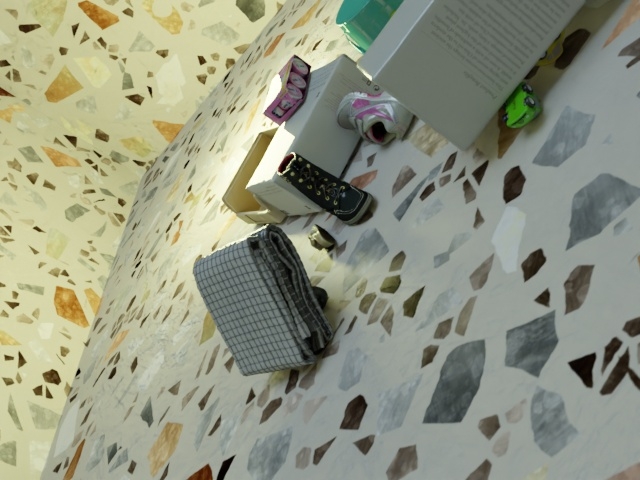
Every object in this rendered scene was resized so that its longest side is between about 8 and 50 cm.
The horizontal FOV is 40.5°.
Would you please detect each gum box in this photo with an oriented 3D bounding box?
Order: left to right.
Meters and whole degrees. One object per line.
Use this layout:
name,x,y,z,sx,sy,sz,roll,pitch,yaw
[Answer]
gum box,-0.088,-0.396,2.293,0.107,0.062,0.188,-44,23,35

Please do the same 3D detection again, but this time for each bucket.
bucket,0.182,-0.603,2.259,0.281,0.183,0.281,-45,23,25

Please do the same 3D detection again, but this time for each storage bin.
storage bin,-0.138,-0.183,2.434,0.260,0.123,0.262,-62,22,-13

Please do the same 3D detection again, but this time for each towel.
towel,-0.114,0.126,1.781,0.121,0.284,0.235,-32,6,-42

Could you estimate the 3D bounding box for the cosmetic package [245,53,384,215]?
cosmetic package,-0.013,-0.261,2.229,0.385,0.156,0.217,-62,20,-16

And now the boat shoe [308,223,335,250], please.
boat shoe,0.000,0.000,1.995,0.045,0.050,0.135,-58,11,6

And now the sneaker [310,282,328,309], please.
sneaker,-0.052,0.112,1.902,0.234,0.078,0.106,-24,41,57

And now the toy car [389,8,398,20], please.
toy car,0.227,-0.447,2.082,0.155,0.149,0.188,-107,24,-67

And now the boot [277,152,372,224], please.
boot,0.005,-0.120,1.966,0.085,0.178,0.236,-58,21,-3

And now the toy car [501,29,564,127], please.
toy car,0.367,-0.274,1.588,0.239,0.053,0.225,-40,27,37

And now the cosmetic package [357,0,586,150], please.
cosmetic package,0.298,-0.417,1.548,0.453,0.230,0.161,-52,20,12

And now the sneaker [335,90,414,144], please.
sneaker,0.118,-0.283,2.035,0.252,0.103,0.111,0,63,54
